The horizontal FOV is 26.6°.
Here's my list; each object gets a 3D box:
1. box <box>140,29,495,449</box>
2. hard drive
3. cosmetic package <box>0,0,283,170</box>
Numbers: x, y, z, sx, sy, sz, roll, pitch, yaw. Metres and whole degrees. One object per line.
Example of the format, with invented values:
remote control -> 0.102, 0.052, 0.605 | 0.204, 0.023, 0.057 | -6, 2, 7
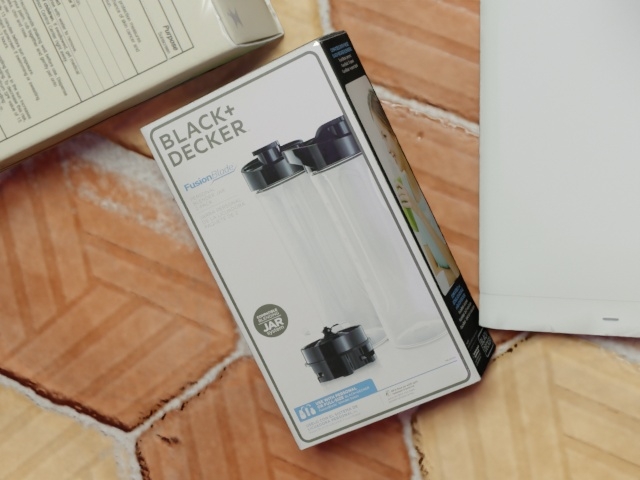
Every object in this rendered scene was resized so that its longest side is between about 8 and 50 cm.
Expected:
box -> 0.000, 0.000, 1.074 | 0.169, 0.087, 0.289 | -23, 96, 20
hard drive -> 0.221, -0.080, 1.016 | 0.203, 0.040, 0.307 | 2, 105, 16
cosmetic package -> -0.200, -0.164, 1.070 | 0.296, 0.129, 0.153 | -21, 95, 20
